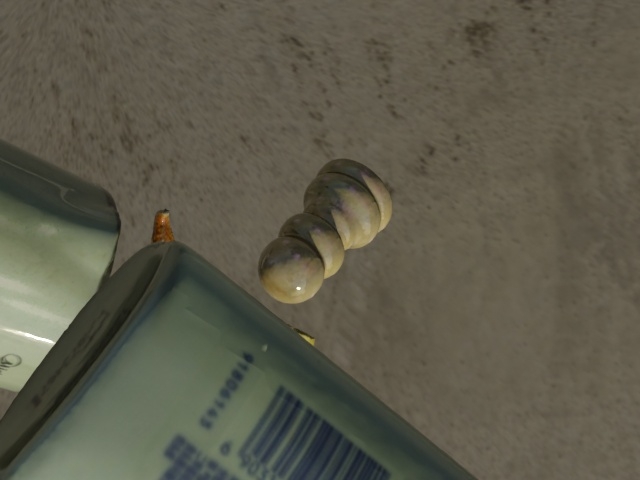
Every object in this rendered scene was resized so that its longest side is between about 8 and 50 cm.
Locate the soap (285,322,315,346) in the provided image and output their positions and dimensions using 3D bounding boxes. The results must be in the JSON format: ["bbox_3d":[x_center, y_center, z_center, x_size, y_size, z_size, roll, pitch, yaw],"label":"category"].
[{"bbox_3d":[-0.044,0.121,1.096,0.089,0.033,0.168,-5,128,-19],"label":"soap"}]

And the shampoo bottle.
[{"bbox_3d":[0.036,0.160,0.501,0.359,0.078,0.134,41,74,-19],"label":"shampoo bottle"}]

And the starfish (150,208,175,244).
[{"bbox_3d":[-0.146,0.102,1.360,0.138,0.050,0.247,-36,102,-3],"label":"starfish"}]

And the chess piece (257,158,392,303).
[{"bbox_3d":[0.000,0.000,1.330,0.094,0.094,0.170,52,47,-17],"label":"chess piece"}]

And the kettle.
[{"bbox_3d":[-0.430,0.010,1.212,0.377,0.250,0.361,24,137,-30],"label":"kettle"}]
